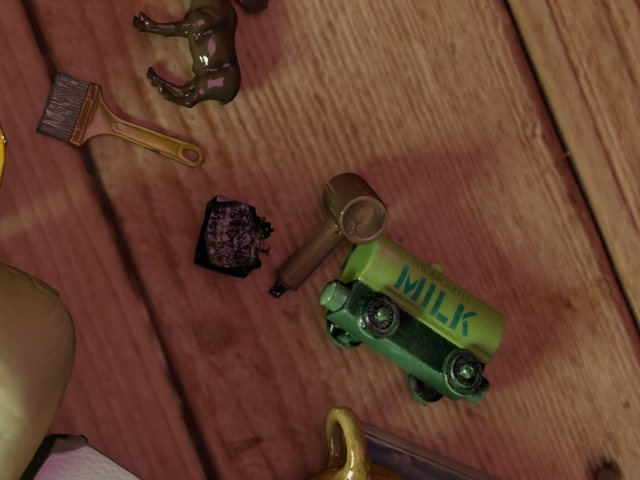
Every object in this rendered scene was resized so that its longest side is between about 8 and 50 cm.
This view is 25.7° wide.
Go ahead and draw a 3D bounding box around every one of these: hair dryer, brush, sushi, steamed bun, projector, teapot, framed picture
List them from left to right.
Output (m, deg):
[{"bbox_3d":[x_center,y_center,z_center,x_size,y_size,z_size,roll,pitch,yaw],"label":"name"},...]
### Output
[{"bbox_3d":[-0.419,0.153,1.442,0.233,0.312,0.333,33,66,-25],"label":"steamed bun"},{"bbox_3d":[-0.218,0.313,1.551,0.250,0.198,0.108,34,73,-11],"label":"projector"},{"bbox_3d":[-0.237,-0.134,1.717,0.205,0.011,0.083,21,75,-14],"label":"brush"},{"bbox_3d":[-0.103,-0.001,1.713,0.085,0.056,0.083,18,76,-13],"label":"sushi"},{"bbox_3d":[0.000,0.000,1.736,0.181,0.117,0.064,-46,112,5],"label":"hair dryer"},{"bbox_3d":[0.047,0.347,1.630,0.203,0.167,0.311,-2,82,-17],"label":"teapot"},{"bbox_3d":[0.112,0.347,1.747,0.250,0.016,0.184,25,75,-13],"label":"framed picture"}]

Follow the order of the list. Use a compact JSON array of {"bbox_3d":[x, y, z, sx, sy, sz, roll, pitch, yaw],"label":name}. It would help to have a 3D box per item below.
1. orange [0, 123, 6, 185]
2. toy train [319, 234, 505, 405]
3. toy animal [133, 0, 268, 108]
[{"bbox_3d":[-0.501,-0.072,1.496,0.310,0.274,0.274,-15,85,16],"label":"orange"},{"bbox_3d":[0.119,0.094,1.743,0.253,0.105,0.157,33,62,-17],"label":"toy train"},{"bbox_3d":[-0.136,-0.274,1.738,0.186,0.094,0.214,-13,93,-15],"label":"toy animal"}]
